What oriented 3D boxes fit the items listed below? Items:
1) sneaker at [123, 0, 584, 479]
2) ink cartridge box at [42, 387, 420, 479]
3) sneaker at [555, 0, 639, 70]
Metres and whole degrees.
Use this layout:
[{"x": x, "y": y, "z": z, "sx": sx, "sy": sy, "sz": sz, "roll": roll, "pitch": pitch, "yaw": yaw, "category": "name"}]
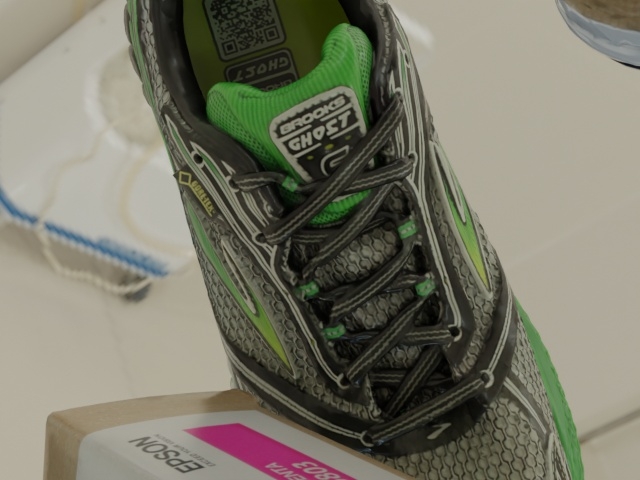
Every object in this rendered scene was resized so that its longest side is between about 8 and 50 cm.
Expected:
[{"x": 0.000, "y": 0.000, "z": 0.654, "sx": 0.343, "sy": 0.134, "sz": 0.146, "roll": 64, "pitch": -1, "yaw": 8, "category": "sneaker"}, {"x": -0.008, "y": 0.171, "z": 0.533, "sx": 0.088, "sy": 0.234, "sz": 0.193, "roll": -2, "pitch": 101, "yaw": -36, "category": "ink cartridge box"}, {"x": 0.156, "y": -0.113, "z": 0.504, "sx": 0.282, "sy": 0.099, "sz": 0.153, "roll": -58, "pitch": 147, "yaw": -32, "category": "sneaker"}]
